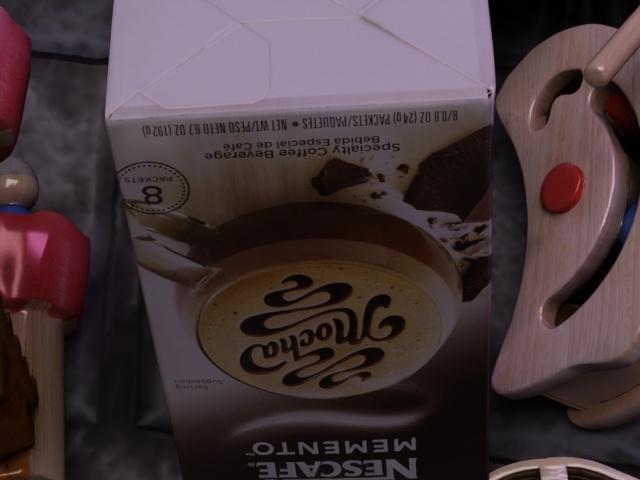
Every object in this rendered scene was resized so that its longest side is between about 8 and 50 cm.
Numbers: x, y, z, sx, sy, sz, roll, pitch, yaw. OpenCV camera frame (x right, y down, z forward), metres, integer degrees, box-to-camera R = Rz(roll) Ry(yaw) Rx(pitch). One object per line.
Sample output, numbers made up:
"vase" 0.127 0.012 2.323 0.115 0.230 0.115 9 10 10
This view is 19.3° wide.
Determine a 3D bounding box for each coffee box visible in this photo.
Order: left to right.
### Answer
"coffee box" 0.000 0.000 0.927 0.168 0.297 0.119 -3 49 3

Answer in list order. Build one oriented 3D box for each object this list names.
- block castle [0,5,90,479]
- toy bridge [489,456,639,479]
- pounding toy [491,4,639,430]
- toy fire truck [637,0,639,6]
"block castle" -0.352 0.015 0.948 0.453 0.303 0.213 -5 64 0
"toy bridge" 0.127 0.149 1.006 0.188 0.026 0.063 -5 63 1
"pounding toy" 0.139 -0.045 1.006 0.154 0.155 0.269 2 73 52
"toy fire truck" 0.309 -0.072 1.044 0.254 0.169 0.302 -16 63 25
